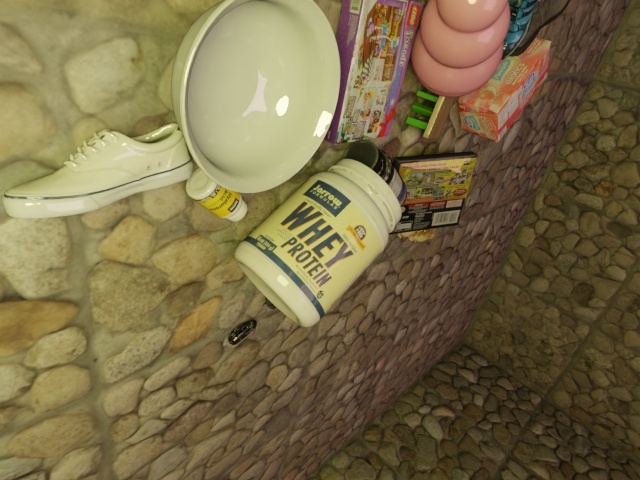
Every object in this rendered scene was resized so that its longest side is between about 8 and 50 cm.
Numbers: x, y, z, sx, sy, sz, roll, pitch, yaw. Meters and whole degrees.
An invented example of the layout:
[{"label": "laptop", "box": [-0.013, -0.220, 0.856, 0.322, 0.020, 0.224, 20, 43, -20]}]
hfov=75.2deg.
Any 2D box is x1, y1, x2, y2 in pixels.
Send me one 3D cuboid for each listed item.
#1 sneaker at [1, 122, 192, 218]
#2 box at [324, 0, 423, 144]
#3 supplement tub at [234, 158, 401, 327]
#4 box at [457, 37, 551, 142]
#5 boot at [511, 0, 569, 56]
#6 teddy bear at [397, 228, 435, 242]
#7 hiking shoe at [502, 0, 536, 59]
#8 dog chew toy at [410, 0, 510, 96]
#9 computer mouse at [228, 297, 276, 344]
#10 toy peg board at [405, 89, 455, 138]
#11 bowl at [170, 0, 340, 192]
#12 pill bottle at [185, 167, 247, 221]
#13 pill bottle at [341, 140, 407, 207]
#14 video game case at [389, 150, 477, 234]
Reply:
[{"label": "sneaker", "box": [-0.301, -0.106, 0.577, 0.258, 0.094, 0.092, -32, 129, -45]}, {"label": "box", "box": [0.105, -0.363, 0.893, 0.200, 0.057, 0.294, -20, 133, -42]}, {"label": "supplement tub", "box": [0.000, 0.000, 0.914, 0.325, 0.235, 0.236, -46, 146, -16]}, {"label": "box", "box": [0.587, -0.490, 1.333, 0.300, 0.142, 0.154, -52, 148, -6]}, {"label": "boot", "box": [0.640, -0.726, 1.195, 0.338, 0.118, 0.223, -56, 153, -6]}, {"label": "teddy bear", "box": [0.374, -0.141, 1.412, 0.244, 0.113, 0.339, -1, 122, -32]}, {"label": "hiking shoe", "box": [0.492, -0.613, 1.040, 0.132, 0.113, 0.304, -28, 143, -53]}, {"label": "dog chew toy", "box": [0.301, -0.449, 0.880, 0.207, 0.206, 0.332, -55, 169, -1]}, {"label": "computer mouse", "box": [-0.140, 0.179, 1.069, 0.242, 0.041, 0.071, -48, 148, -12]}, {"label": "toy peg board", "box": [0.311, -0.376, 1.155, 0.160, 0.079, 0.162, -28, 142, -60]}, {"label": "bowl", "box": [-0.115, -0.236, 0.648, 0.297, 0.134, 0.298, -32, 141, -31]}, {"label": "pill bottle", "box": [-0.184, -0.080, 0.759, 0.065, 0.065, 0.116, -53, 148, -5]}, {"label": "pill bottle", "box": [0.137, -0.157, 1.058, 0.123, 0.122, 0.219, -55, 147, -2]}, {"label": "video game case", "box": [0.337, -0.146, 1.292, 0.274, 0.035, 0.249, -8, 124, -17]}]
